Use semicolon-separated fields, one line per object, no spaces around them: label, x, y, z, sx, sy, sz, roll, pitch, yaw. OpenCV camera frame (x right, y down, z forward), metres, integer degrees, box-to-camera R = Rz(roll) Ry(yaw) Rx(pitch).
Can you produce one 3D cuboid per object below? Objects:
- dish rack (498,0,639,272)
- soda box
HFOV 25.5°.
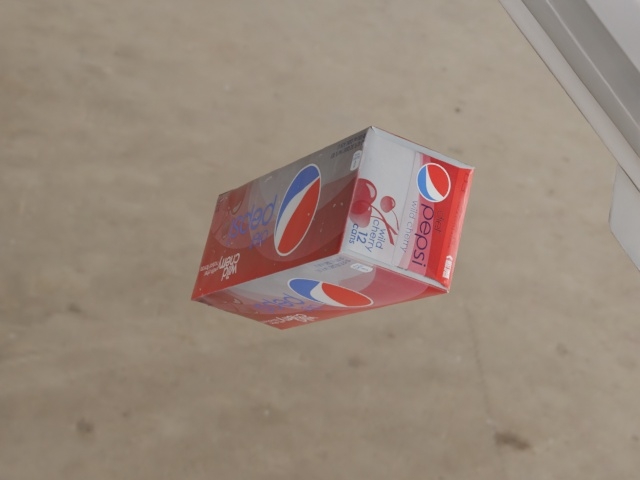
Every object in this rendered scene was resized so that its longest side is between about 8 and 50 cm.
dish rack;0.103;-0.103;0.538;0.333;0.072;0.285;55;21;6
soda box;0.000;0.000;0.995;0.083;0.092;0.263;19;-16;-22
